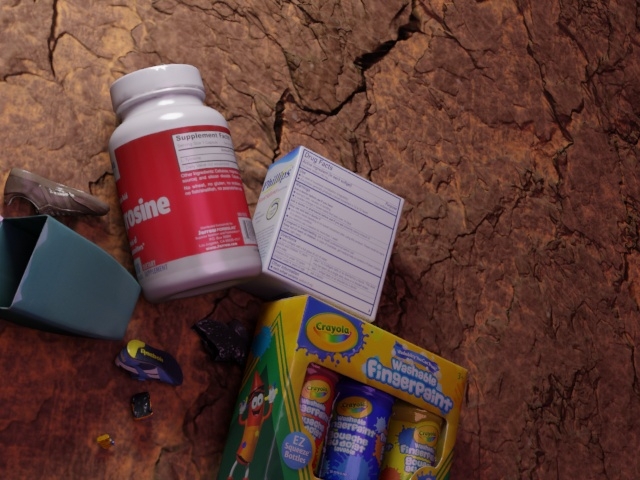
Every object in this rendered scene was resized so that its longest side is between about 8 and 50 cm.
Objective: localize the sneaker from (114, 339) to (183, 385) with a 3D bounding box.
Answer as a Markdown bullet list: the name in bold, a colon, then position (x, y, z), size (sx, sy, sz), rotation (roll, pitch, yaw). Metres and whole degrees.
- **sneaker**: position (-0.315, 0.232, 1.708), size (0.144, 0.059, 0.053), rotation (37, 29, -35)

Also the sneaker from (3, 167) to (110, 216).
- **sneaker**: position (-0.481, -0.069, 1.685), size (0.188, 0.066, 0.071), rotation (21, 84, -19)

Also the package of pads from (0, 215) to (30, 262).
- **package of pads**: position (-0.559, -0.004, 1.630), size (0.083, 0.032, 0.050), rotation (46, 57, -13)

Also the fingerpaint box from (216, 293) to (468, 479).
- **fingerpaint box**: position (0.059, 0.358, 1.796), size (0.445, 0.163, 0.371), rotation (28, 64, -31)

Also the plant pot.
- **plant pot**: position (-0.442, 0.084, 1.592), size (0.234, 0.165, 0.166), rotation (33, 66, -39)

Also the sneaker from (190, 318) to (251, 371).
- **sneaker**: position (-0.174, 0.219, 1.795), size (0.089, 0.051, 0.170), rotation (-27, 87, -33)

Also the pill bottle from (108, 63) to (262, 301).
- **pill bottle**: position (-0.261, -0.105, 1.716), size (0.229, 0.229, 0.408), rotation (-10, 82, -32)

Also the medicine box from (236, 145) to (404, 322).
- **medicine box**: position (0.000, 0.000, 1.893), size (0.263, 0.149, 0.289), rotation (26, 65, -23)

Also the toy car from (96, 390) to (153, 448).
- **toy car**: position (-0.354, 0.326, 1.678), size (0.122, 0.060, 0.040), rotation (-30, 138, -17)
